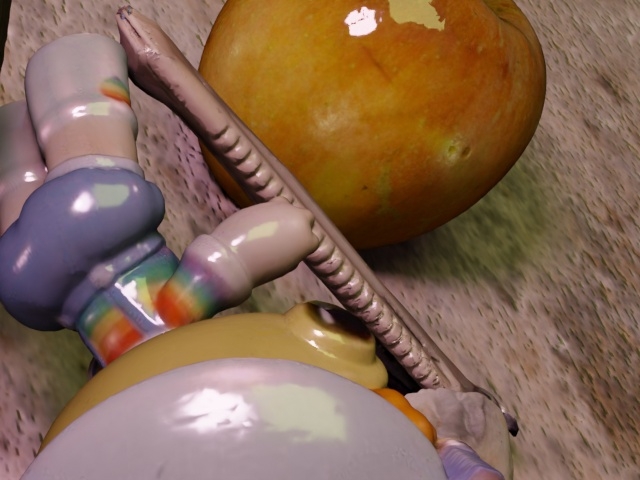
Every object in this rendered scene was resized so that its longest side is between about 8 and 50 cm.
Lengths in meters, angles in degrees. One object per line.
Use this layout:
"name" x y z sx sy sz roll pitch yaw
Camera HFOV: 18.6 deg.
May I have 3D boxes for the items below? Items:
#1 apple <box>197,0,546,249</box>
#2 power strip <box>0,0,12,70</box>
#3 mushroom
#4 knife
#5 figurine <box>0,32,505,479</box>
"apple" 0.026 -0.104 1.282 0.237 0.207 0.237 41 20 -19
"power strip" -0.214 -0.083 0.987 0.092 0.257 0.251 11 33 -8
"mushroom" 0.043 0.162 1.027 0.092 0.081 0.223 48 33 -9
"knife" -0.004 0.005 1.097 0.365 0.043 0.089 48 -4 -31
"figurine" -0.089 0.080 0.896 0.205 0.224 0.382 10 29 -45
